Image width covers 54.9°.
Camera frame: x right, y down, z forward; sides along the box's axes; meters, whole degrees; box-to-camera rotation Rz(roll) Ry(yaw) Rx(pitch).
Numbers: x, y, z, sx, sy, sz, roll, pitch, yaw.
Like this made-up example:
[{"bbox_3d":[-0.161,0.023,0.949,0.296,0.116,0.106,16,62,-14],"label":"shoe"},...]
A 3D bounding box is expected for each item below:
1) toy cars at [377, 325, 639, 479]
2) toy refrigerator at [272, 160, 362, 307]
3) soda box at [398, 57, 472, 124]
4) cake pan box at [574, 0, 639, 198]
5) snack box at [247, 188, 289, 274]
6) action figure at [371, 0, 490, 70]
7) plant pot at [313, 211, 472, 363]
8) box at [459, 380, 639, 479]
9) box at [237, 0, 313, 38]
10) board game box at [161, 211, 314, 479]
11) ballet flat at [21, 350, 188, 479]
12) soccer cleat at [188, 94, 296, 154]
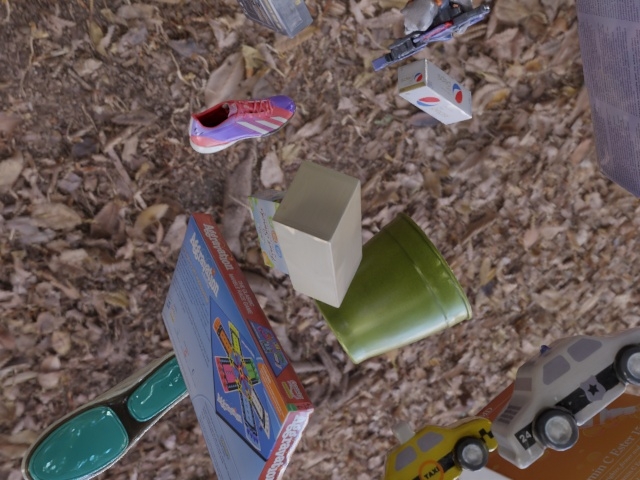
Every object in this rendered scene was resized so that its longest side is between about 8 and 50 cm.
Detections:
[{"bbox_3d":[0.172,0.187,0.649,0.393,0.087,0.176,-45,165,35],"label":"toy cars"},{"bbox_3d":[0.000,0.000,0.922,0.269,0.094,0.102,79,35,-66],"label":"toy refrigerator"},{"bbox_3d":[0.265,-0.336,1.410,0.074,0.069,0.216,-9,164,39],"label":"soda box"},{"bbox_3d":[0.281,-0.142,0.477,0.070,0.245,0.266,-18,112,3],"label":"cake pan box"},{"bbox_3d":[-0.075,-0.017,1.364,0.070,0.207,0.174,-20,107,-24],"label":"snack box"},{"bbox_3d":[0.267,-0.594,1.611,0.341,0.330,0.178,-20,106,31],"label":"action figure"},{"bbox_3d":[0.181,0.165,1.772,0.353,0.366,0.366,-33,136,-2],"label":"plant pot"},{"bbox_3d":[0.379,0.340,0.885,0.215,0.345,0.168,-33,100,-21],"label":"box"},{"bbox_3d":[-0.125,-0.480,1.073,0.056,0.183,0.231,-42,133,-7],"label":"box"},{"bbox_3d":[-0.095,0.107,0.596,0.027,0.281,0.145,3,123,-32],"label":"board game box"},{"bbox_3d":[-0.426,0.363,1.274,0.400,0.139,0.139,-35,143,-39],"label":"ballet flat"},{"bbox_3d":[-0.206,-0.337,1.670,0.318,0.108,0.116,-24,152,-19],"label":"soccer cleat"}]
